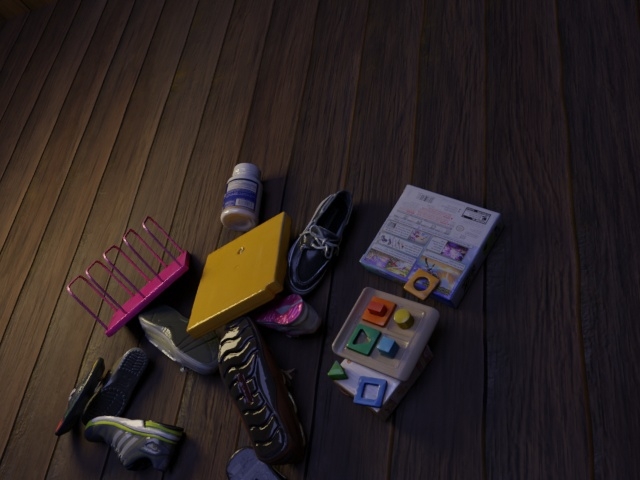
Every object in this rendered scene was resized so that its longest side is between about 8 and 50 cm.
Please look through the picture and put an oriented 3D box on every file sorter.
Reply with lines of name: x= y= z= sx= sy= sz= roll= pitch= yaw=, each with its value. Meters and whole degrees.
file sorter: x=-0.544 y=0.090 z=1.859 sx=0.290 sy=0.182 sz=0.202 roll=-41 pitch=14 yaw=0

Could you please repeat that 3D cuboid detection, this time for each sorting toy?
sorting toy: x=0.142 y=0.196 z=1.445 sx=0.196 sy=0.047 sz=0.348 roll=18 pitch=65 yaw=33

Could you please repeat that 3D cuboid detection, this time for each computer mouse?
computer mouse: x=-0.129 y=0.594 z=1.432 sx=0.262 sy=0.060 sz=0.184 roll=32 pitch=75 yaw=28

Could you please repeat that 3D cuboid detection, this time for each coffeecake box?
coffeecake box: x=0.139 y=0.284 z=1.461 sx=0.142 sy=0.068 sz=0.185 roll=30 pitch=73 yaw=36

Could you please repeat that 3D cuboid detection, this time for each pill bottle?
pill bottle: x=-0.228 y=-0.130 z=1.924 sx=0.112 sy=0.112 sz=0.187 roll=-10 pitch=55 yaw=24

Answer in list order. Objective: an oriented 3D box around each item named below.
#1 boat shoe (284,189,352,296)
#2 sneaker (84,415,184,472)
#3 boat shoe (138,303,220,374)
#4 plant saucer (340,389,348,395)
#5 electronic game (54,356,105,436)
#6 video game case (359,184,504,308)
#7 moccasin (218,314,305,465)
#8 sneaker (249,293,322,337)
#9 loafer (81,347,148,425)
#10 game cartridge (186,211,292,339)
boat shoe: x=0.004 y=0.002 z=1.694 sx=0.306 sy=0.113 sz=0.105 roll=-58 pitch=6 yaw=-23
sneaker: x=-0.491 y=0.518 z=1.654 sx=0.300 sy=0.111 sz=0.121 roll=-5 pitch=62 yaw=29
boat shoe: x=-0.375 y=0.277 z=1.756 sx=0.320 sy=0.103 sz=0.118 roll=23 pitch=38 yaw=34
plant saucer: x=0.081 y=0.324 z=1.517 sx=0.083 sy=0.013 sz=0.083 roll=-15 pitch=53 yaw=21
electronic game: x=-0.657 y=0.424 z=1.775 sx=0.229 sy=0.048 sz=0.229 roll=-53 pitch=15 yaw=21
video game case: x=0.269 y=0.008 z=1.586 sx=0.269 sy=0.061 sz=0.244 roll=23 pitch=73 yaw=38
moccasin: x=-0.133 y=0.346 z=1.543 sx=0.139 sy=0.147 sz=0.380 roll=-38 pitch=57 yaw=7
sneaker: x=-0.089 y=0.194 z=1.645 sx=0.252 sy=0.111 sz=0.103 roll=7 pitch=63 yaw=58
loafer: x=-0.560 y=0.405 z=1.790 sx=0.251 sy=0.094 sz=0.087 roll=-54 pitch=16 yaw=-9
game cartridge: x=-0.206 y=0.088 z=1.719 sx=0.285 sy=0.053 sz=0.324 roll=-28 pitch=31 yaw=21
